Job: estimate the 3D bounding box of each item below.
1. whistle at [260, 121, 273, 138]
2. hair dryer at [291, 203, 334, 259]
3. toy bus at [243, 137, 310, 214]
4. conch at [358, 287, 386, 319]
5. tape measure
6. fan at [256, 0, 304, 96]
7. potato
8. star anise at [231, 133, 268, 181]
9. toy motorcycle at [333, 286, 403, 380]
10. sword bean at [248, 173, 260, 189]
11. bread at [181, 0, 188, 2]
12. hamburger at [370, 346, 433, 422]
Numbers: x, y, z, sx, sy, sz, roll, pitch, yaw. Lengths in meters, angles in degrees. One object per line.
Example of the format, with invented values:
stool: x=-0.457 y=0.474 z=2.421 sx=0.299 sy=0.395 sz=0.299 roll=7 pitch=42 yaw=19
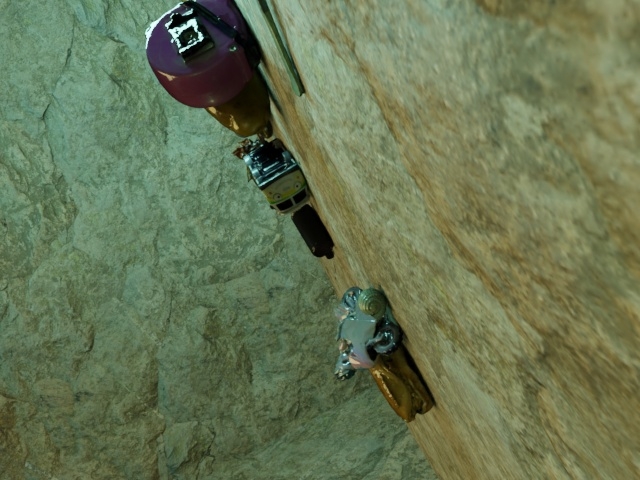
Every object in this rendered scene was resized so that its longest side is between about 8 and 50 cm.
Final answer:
whistle: x=-0.260 y=-0.511 z=1.658 sx=0.327 sy=0.057 sz=0.068 roll=62 pitch=176 yaw=15
hair dryer: x=0.000 y=0.000 z=1.703 sx=0.197 sy=0.089 sz=0.251 roll=58 pitch=-177 yaw=35
toy bus: x=-0.141 y=-0.207 z=1.532 sx=0.179 sy=0.143 sz=0.305 roll=62 pitch=177 yaw=-32
conch: x=0.119 y=0.137 z=1.023 sx=0.076 sy=0.056 sz=0.085 roll=40 pitch=-158 yaw=-16
tape measure: x=-0.263 y=-0.423 z=1.006 sx=0.245 sy=0.231 sz=0.149 roll=57 pitch=175 yaw=21
fan: x=-0.065 y=-0.306 z=0.686 sx=0.038 sy=0.016 sz=0.193 roll=54 pitch=172 yaw=52
potato: x=-0.257 y=-0.425 z=1.177 sx=0.369 sy=0.176 sz=0.195 roll=53 pitch=-161 yaw=6
star anise: x=-0.250 y=-0.347 z=1.727 sx=0.346 sy=0.148 sz=0.237 roll=51 pitch=-137 yaw=-13
toy motorcycle: x=0.079 y=0.238 z=1.109 sx=0.108 sy=0.204 sz=0.239 roll=32 pitch=-172 yaw=-17
sword bean: x=-0.228 y=-0.204 z=1.597 sx=0.083 sy=0.012 sz=0.012 roll=56 pitch=-177 yaw=-47
bread: x=-0.378 y=-0.699 z=1.260 sx=0.207 sy=0.056 sz=0.287 roll=28 pitch=-156 yaw=-33
hamburger: x=0.196 y=0.351 z=1.168 sx=0.214 sy=0.108 sz=0.214 roll=57 pitch=175 yaw=7
